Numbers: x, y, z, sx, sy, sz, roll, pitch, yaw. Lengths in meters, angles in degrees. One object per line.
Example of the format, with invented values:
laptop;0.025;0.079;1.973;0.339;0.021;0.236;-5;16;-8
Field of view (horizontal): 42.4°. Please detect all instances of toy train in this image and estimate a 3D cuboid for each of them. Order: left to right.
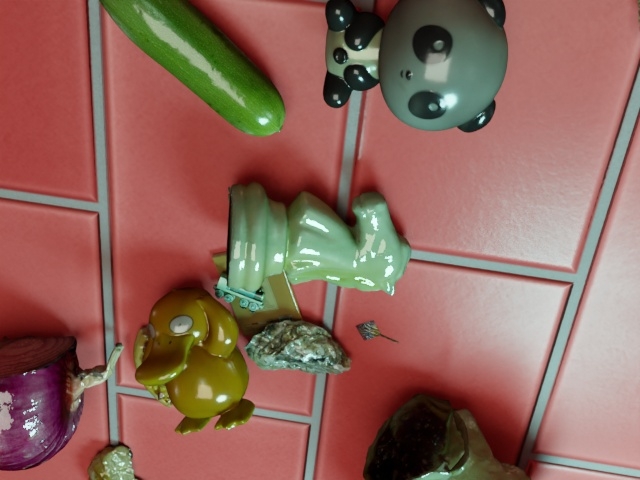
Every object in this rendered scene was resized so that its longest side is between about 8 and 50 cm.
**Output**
toy train;-0.138;0.089;1.412;0.092;0.029;0.045;21;112;-3

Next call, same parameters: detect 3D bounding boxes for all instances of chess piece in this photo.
chess piece;0.000;0.000;1.299;0.298;0.176;0.176;4;122;-9

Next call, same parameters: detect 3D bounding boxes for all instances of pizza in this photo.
pizza;-0.281;0.232;1.521;0.134;0.046;0.175;-14;117;16

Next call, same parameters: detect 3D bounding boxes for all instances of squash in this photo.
squash;-0.195;-0.284;1.175;0.378;0.101;0.101;43;117;-15

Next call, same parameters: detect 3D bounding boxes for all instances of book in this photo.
book;-0.106;0.089;1.430;0.118;0.012;0.172;-10;119;14

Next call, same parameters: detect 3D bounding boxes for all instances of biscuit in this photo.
biscuit;-0.420;0.507;1.697;0.118;0.061;0.183;-13;118;17

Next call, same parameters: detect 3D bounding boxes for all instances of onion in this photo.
onion;-0.539;0.300;1.490;0.272;0.256;0.231;10;108;28

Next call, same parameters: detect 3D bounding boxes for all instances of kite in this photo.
kite;0.097;0.168;1.453;0.078;0.002;0.044;41;118;-15

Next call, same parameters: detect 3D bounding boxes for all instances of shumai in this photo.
shumai;0.224;0.446;1.449;0.395;0.395;0.348;-22;94;20

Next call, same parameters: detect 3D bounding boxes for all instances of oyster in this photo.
oyster;-0.041;0.196;1.451;0.177;0.064;0.125;-9;137;11

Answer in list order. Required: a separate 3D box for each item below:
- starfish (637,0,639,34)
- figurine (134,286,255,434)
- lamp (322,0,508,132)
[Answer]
starfish;0.439;-0.373;1.058;0.295;0.048;0.231;23;111;-7
figurine;-0.213;0.206;1.419;0.215;0.215;0.228;-23;125;20
lamp;0.127;-0.248;1.106;0.243;0.198;0.198;9;122;14
